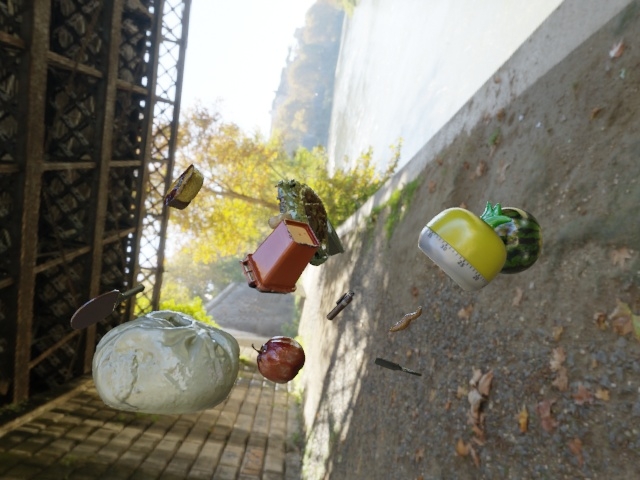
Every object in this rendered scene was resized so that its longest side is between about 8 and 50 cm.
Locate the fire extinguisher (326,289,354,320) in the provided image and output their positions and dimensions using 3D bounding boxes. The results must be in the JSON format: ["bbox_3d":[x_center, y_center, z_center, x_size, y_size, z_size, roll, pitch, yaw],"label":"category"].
[{"bbox_3d":[0.081,0.241,1.697,0.173,0.035,0.049,-49,12,30],"label":"fire extinguisher"}]

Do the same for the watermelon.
[{"bbox_3d":[0.733,0.000,1.738,0.269,0.268,0.269,-170,90,-87],"label":"watermelon"}]

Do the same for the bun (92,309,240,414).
[{"bbox_3d":[-0.376,0.286,1.097,0.360,0.359,0.211,139,139,-86],"label":"bun"}]

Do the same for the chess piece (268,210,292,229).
[{"bbox_3d":[-0.134,-0.068,1.475,0.038,0.083,0.083,62,-179,-5],"label":"chess piece"}]

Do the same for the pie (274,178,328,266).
[{"bbox_3d":[-0.050,-0.068,1.670,0.355,0.102,0.288,54,-154,-33],"label":"pie"}]

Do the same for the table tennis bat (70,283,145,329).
[{"bbox_3d":[-0.719,0.216,1.514,0.274,0.021,0.154,-32,-20,-51],"label":"table tennis bat"}]

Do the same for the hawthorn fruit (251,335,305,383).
[{"bbox_3d":[-0.151,0.396,1.508,0.157,0.193,0.157,-55,18,28],"label":"hawthorn fruit"}]

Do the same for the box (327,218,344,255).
[{"bbox_3d":[0.000,0.000,2.243,0.274,0.178,0.138,58,-171,-61],"label":"box"}]

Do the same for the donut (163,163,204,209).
[{"bbox_3d":[-0.490,-0.188,1.609,0.184,0.073,0.166,-45,29,19],"label":"donut"}]

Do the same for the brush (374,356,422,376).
[{"bbox_3d":[0.312,0.511,1.783,0.063,0.193,0.016,101,-170,-52],"label":"brush"}]

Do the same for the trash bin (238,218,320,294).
[{"bbox_3d":[-0.131,0.051,1.441,0.239,0.184,0.161,-53,48,29],"label":"trash bin"}]

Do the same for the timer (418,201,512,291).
[{"bbox_3d":[0.470,-0.006,1.372,0.285,0.284,0.286,-170,90,-87],"label":"timer"}]

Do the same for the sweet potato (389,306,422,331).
[{"bbox_3d":[0.344,0.316,1.759,0.179,0.044,0.044,-43,22,29],"label":"sweet potato"}]
